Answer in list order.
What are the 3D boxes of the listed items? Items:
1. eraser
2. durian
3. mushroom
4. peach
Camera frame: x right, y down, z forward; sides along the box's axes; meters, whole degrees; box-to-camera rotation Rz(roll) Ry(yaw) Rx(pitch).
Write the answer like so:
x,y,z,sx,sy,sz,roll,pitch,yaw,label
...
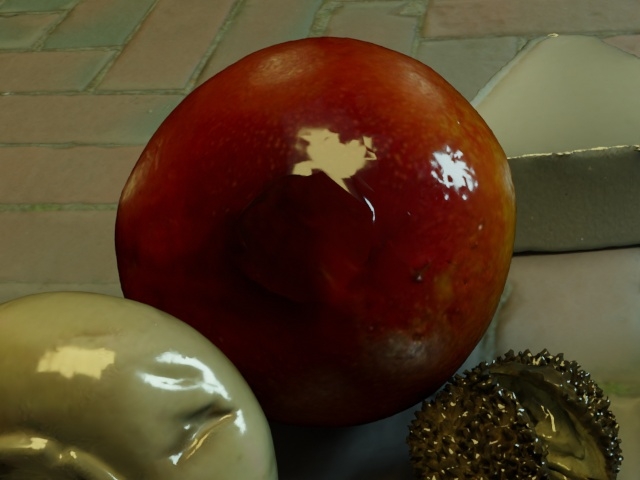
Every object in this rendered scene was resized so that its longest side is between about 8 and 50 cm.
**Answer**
x,y,z,sx,sy,sz,roll,pitch,yaw,label
0.311,-0.128,1.375,0.331,0.150,0.331,-6,36,5,eraser
0.152,0.178,0.963,0.196,0.167,0.196,-3,8,0,durian
-0.196,0.202,0.834,0.314,0.314,0.336,-3,21,7,mushroom
0.000,0.000,1.044,0.388,0.388,0.388,-6,33,4,peach
